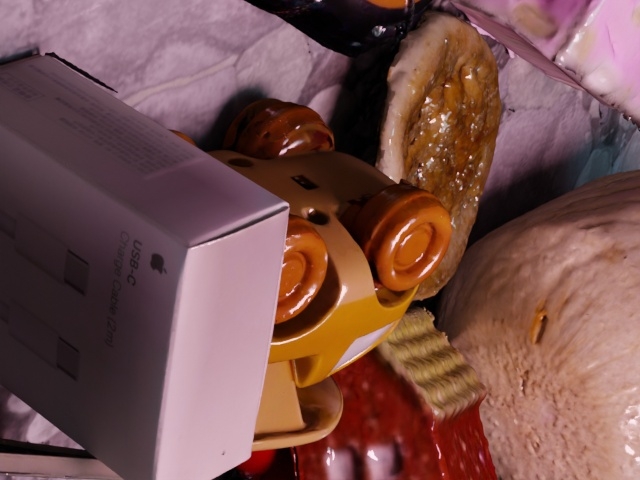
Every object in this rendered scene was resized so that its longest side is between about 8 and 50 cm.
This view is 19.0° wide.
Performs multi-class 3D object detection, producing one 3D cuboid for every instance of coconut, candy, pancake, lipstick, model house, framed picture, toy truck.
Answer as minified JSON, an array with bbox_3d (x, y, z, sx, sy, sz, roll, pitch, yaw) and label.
[{"bbox_3d":[0.321,0.124,1.922,0.415,0.415,0.345,-21,154,-46],"label":"coconut"},{"bbox_3d":[0.233,-0.198,1.736,0.116,0.155,0.265,-58,149,6],"label":"candy"},{"bbox_3d":[0.098,-0.070,1.704,0.282,0.049,0.282,-48,147,-48],"label":"pancake"},{"bbox_3d":[-0.059,0.177,1.722,0.073,0.073,0.280,-54,149,-8],"label":"lipstick"},{"bbox_3d":[0.062,0.167,1.731,0.196,0.160,0.254,-11,92,-71],"label":"model house"},{"bbox_3d":[-0.233,0.150,1.330,0.281,0.209,0.019,16,80,-60],"label":"framed picture"},{"bbox_3d":[-0.056,0.027,1.468,0.288,0.204,0.212,-14,129,-42],"label":"toy truck"}]

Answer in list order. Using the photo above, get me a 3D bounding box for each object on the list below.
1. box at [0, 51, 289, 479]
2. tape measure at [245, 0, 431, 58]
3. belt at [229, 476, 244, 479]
[{"bbox_3d":[-0.148,0.020,1.283,0.106,0.251,0.203,-23,135,-44],"label":"box"},{"bbox_3d":[0.024,-0.251,1.412,0.202,0.135,0.223,25,90,-50],"label":"tape measure"},{"bbox_3d":[-0.080,0.265,1.798,0.059,0.036,0.083,-9,125,-53],"label":"belt"}]
